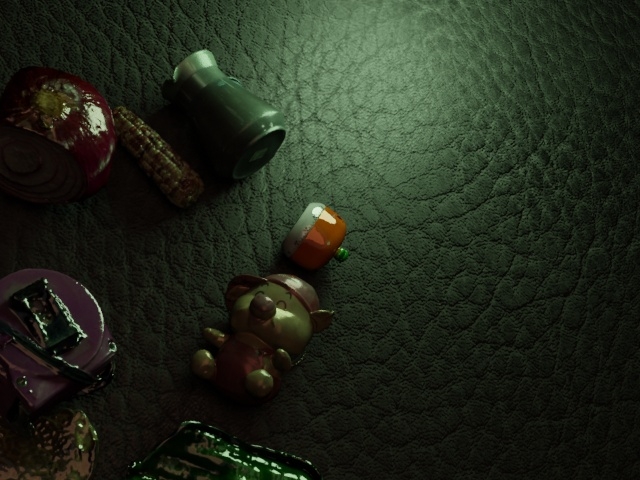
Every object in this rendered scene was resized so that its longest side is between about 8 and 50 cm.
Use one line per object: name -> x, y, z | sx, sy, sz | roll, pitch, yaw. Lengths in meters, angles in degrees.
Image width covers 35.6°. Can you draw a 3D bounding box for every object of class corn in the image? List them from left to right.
corn -> -0.316, -0.161, 1.896 | 0.079, 0.079, 0.237 | -39, 79, -27

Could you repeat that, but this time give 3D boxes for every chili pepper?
chili pepper -> -0.176, 0.426, 1.647 | 0.384, 0.167, 0.213 | 11, 51, -21

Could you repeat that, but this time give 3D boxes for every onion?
onion -> -0.460, -0.193, 1.763 | 0.206, 0.216, 0.207 | 17, 58, -11

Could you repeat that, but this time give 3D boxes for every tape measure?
tape measure -> -0.463, 0.170, 1.648 | 0.245, 0.149, 0.231 | 46, 46, 6

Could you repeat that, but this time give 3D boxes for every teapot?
teapot -> -0.180, -0.247, 1.934 | 0.225, 0.171, 0.203 | 48, 31, 12

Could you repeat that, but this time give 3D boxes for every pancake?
pancake -> -0.514, 0.330, 1.658 | 0.288, 0.033, 0.286 | 2, 67, -18

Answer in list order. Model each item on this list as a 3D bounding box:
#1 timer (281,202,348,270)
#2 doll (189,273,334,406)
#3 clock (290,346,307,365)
timer -> 0.000, 0.000, 1.914 | 0.136, 0.099, 0.136 | 2, 76, -6
doll -> -0.106, 0.167, 1.783 | 0.196, 0.152, 0.256 | 32, 63, -3
clock -> -0.061, 0.195, 1.866 | 0.074, 0.010, 0.083 | 3, 68, -16
